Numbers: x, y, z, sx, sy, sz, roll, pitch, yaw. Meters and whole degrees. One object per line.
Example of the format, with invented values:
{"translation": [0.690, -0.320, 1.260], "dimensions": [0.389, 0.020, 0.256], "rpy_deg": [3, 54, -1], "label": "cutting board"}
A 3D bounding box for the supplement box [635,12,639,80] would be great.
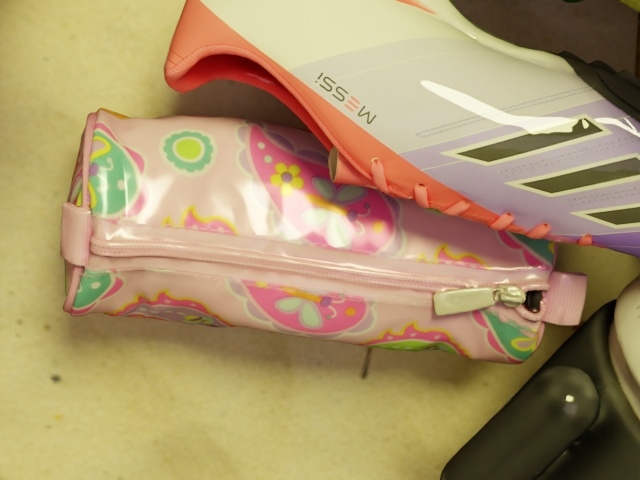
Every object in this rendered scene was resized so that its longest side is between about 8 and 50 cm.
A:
{"translation": [0.274, -0.094, 0.586], "dimensions": [0.129, 0.194, 0.191], "rpy_deg": [-3, 103, -8], "label": "supplement box"}

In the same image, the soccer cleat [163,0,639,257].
{"translation": [0.072, -0.052, 0.539], "dimensions": [0.318, 0.108, 0.116], "rpy_deg": [33, 83, 5], "label": "soccer cleat"}

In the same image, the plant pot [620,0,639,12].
{"translation": [0.258, -0.299, 0.369], "dimensions": [0.353, 0.366, 0.366], "rpy_deg": [-22, 106, -15], "label": "plant pot"}

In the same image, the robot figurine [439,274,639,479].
{"translation": [0.188, 0.135, 0.610], "dimensions": [0.173, 0.209, 0.278], "rpy_deg": [45, 124, 13], "label": "robot figurine"}

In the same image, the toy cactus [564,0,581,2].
{"translation": [0.066, -0.219, 0.587], "dimensions": [0.180, 0.112, 0.219], "rpy_deg": [-26, 109, 17], "label": "toy cactus"}

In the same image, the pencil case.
{"translation": [0.000, 0.000, 0.604], "dimensions": [0.284, 0.124, 0.124], "rpy_deg": [8, 101, -10], "label": "pencil case"}
